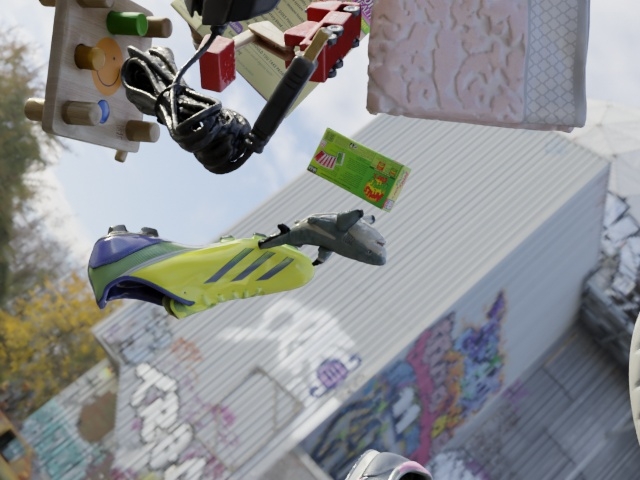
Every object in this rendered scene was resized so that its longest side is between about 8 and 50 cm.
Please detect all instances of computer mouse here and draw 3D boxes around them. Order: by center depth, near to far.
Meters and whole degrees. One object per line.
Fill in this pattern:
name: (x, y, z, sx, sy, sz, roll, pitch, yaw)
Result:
computer mouse: (-0.036, -0.169, 0.502, 0.060, 0.262, 0.184, 27, 15, -41)

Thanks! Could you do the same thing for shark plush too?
shark plush: (0.000, 0.000, 1.051, 0.073, 0.161, 0.067, 50, 39, -83)

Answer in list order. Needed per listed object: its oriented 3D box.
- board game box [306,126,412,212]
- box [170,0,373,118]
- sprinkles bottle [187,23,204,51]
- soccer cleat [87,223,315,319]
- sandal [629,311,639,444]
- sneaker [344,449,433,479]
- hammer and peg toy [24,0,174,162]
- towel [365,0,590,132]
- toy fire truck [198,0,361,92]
board game box: (0.071, -0.134, 1.620, 0.181, 0.092, 0.043, 30, 8, 27)
box: (-0.053, -0.347, 1.264, 0.213, 0.243, 0.117, 40, 7, -43)
sprinkles bottle: (-0.207, -0.470, 1.431, 0.121, 0.121, 0.355, 27, -34, 48)
soccer cleat: (-0.147, 0.053, 1.091, 0.093, 0.289, 0.121, 116, -26, -52)
sandal: (0.348, 0.212, 0.642, 0.102, 0.169, 0.416, 61, 13, -62)
sneaker: (0.081, 0.480, 1.415, 0.131, 0.319, 0.112, 2, -50, 32)
hammer and peg toy: (-0.338, -0.274, 1.455, 0.127, 0.265, 0.361, 7, -1, 19)
towel: (0.218, -0.318, 1.140, 0.053, 0.317, 0.331, 179, -85, -73)
toy fire truck: (-0.041, -0.220, 0.956, 0.135, 0.192, 0.047, 11, -52, 15)
